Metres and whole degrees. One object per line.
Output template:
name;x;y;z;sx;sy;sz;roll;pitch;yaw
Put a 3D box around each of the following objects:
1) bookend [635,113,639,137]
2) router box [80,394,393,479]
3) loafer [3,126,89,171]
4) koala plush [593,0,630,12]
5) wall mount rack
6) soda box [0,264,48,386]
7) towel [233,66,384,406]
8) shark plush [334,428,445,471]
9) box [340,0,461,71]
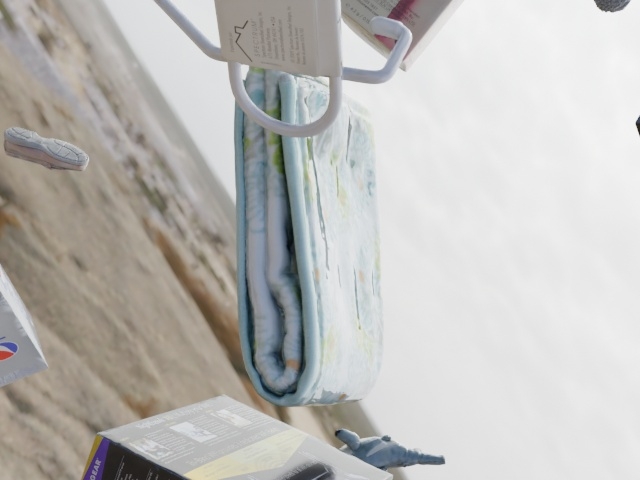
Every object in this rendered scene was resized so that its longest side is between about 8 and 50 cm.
bookend;0.487;-0.203;1.633;0.072;0.156;0.157;10;-38;41
router box;-0.084;0.273;1.324;0.243;0.081;0.309;23;9;20
loafer;-0.378;-0.118;1.644;0.045;0.125;0.039;-59;168;-57
koala plush;0.485;-0.520;1.906;0.196;0.203;0.221;40;-40;19
wall mount rack;-0.070;-0.269;1.079;0.350;0.304;0.130;86;21;-45
soda box;-0.459;0.090;1.614;0.286;0.091;0.098;82;-16;-59
towel;0.000;0.000;1.367;0.320;0.090;0.375;17;70;-69
shark plush;0.080;0.297;1.562;0.073;0.161;0.067;107;-16;-45
box;0.145;-0.375;1.710;0.127;0.232;0.148;40;5;4
